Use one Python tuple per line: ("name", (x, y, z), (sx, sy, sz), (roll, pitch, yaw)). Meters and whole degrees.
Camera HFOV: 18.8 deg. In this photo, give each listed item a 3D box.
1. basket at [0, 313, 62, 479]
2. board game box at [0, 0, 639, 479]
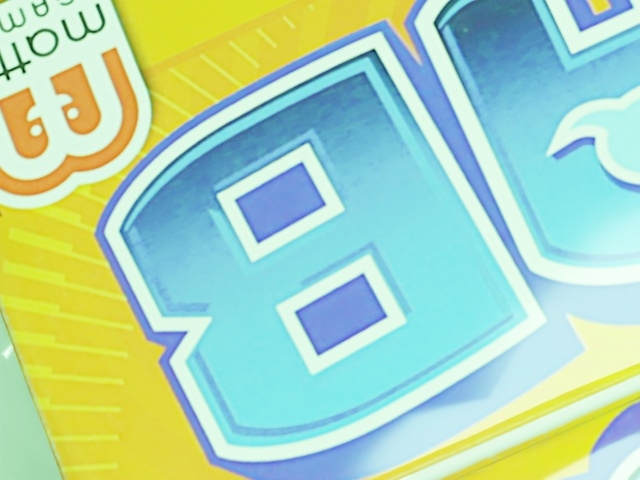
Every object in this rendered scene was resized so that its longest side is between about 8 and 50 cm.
("basket", (-0.212, 0.215, 0.699), (0.331, 0.266, 0.328), (-32, 98, -32))
("board game box", (0.137, 0.059, 0.640), (0.356, 0.356, 0.356), (-25, 74, 4))
